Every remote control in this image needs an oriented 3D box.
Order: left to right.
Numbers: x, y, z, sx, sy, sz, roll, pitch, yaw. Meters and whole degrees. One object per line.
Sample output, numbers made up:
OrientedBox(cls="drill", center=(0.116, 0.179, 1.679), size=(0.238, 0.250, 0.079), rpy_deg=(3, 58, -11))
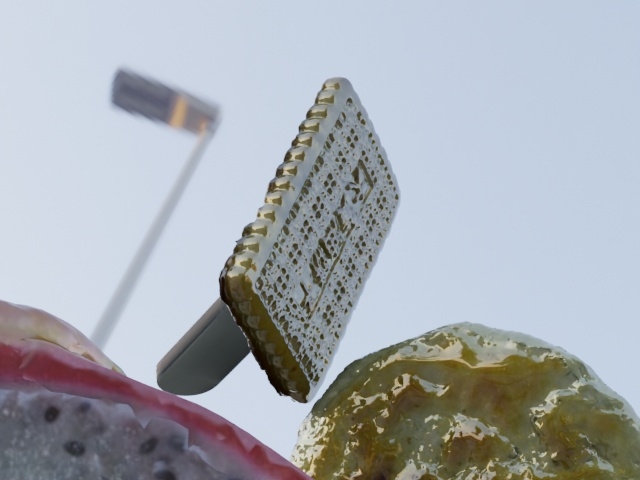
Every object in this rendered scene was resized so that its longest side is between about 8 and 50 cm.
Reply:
OrientedBox(cls="remote control", center=(-0.102, 0.102, 1.763), size=(0.077, 0.022, 0.245), rpy_deg=(12, -40, -30))

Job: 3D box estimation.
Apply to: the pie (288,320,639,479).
OrientedBox(cls="pie", center=(0.105, 0.219, 1.305), size=(0.338, 0.337, 0.075), rpy_deg=(4, -24, 15))

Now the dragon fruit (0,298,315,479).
OrientedBox(cls="dragon fruit", center=(-0.119, 0.191, 0.509), size=(0.305, 0.305, 0.226), rpy_deg=(26, -29, -3))

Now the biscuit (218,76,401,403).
OrientedBox(cls="biscuit", center=(0.000, 0.000, 1.409), size=(0.029, 0.254, 0.172), rpy_deg=(5, -38, 30))
